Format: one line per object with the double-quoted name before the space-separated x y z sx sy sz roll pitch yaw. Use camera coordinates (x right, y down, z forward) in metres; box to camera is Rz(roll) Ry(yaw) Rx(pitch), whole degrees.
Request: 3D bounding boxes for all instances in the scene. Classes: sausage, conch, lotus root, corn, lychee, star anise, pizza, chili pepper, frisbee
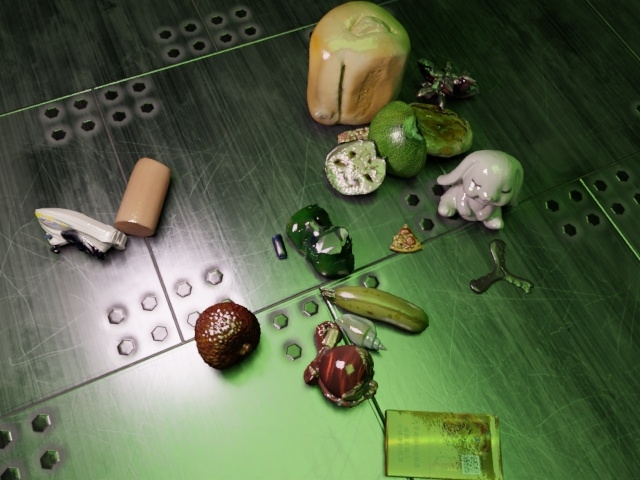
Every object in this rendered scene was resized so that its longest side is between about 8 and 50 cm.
"sausage" -0.547 -0.142 1.647 0.123 0.123 0.253 8 65 0
"conch" 0.126 0.265 1.536 0.180 0.065 0.088 33 69 21
"lotus root" 0.121 -0.238 1.750 0.203 0.078 0.183 0 87 14
"corn" 0.171 -0.359 1.819 0.237 0.079 0.080 -17 68 -12
"lychee" -0.257 0.256 1.453 0.194 0.194 0.195 1 65 -3
"star anise" 0.459 -0.570 1.909 0.282 0.129 0.212 -18 51 -31
"pizza" 0.265 0.004 1.685 0.099 0.029 0.100 -28 70 -14
"chili pepper" 0.002 0.000 1.622 0.148 0.116 0.265 -30 70 -13
"frisbee" 0.589 0.105 1.670 0.187 0.012 0.211 26 65 7

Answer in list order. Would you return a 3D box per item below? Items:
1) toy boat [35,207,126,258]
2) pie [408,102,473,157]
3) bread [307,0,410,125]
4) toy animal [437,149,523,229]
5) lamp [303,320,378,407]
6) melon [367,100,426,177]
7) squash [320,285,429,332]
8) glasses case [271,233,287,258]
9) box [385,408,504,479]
"toy boat" -0.727 -0.019 1.579 0.269 0.141 0.141 8 65 2
"pie" 0.405 -0.387 1.832 0.274 0.055 0.274 9 51 -11
"bread" 0.118 -0.588 1.757 0.347 0.376 0.253 -12 66 -7
"toy animal" 0.511 -0.179 1.658 0.271 0.265 0.206 15 64 5
"lamp" 0.061 0.339 1.452 0.223 0.151 0.215 21 62 8
"melon" 0.245 -0.327 1.716 0.129 0.169 0.265 -21 91 -16
"squash" 0.161 0.188 1.561 0.340 0.094 0.095 18 65 5
"glasses case" -0.128 0.017 1.656 0.033 0.023 0.083 -14 66 -14
"box" 0.331 0.555 1.429 0.311 0.043 0.173 3 65 -2
